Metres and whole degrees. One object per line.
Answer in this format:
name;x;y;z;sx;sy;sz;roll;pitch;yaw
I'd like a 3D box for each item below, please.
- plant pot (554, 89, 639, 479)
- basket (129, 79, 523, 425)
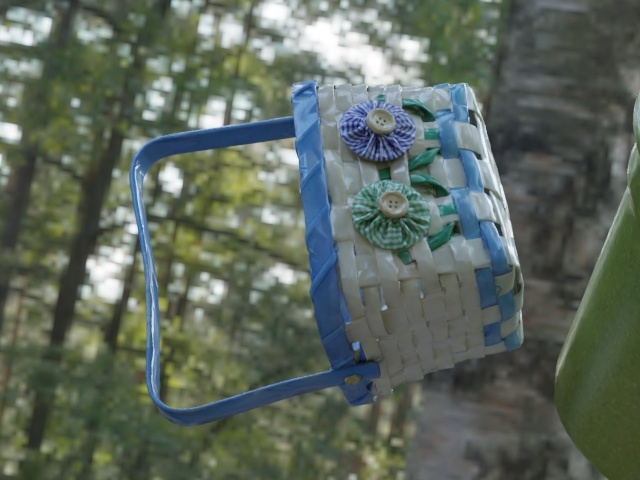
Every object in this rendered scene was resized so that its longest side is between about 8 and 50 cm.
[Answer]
plant pot;0.293;0.049;1.169;0.276;0.276;0.254;10;-49;-16
basket;0.000;0.000;1.288;0.289;0.255;0.201;-15;-32;7
